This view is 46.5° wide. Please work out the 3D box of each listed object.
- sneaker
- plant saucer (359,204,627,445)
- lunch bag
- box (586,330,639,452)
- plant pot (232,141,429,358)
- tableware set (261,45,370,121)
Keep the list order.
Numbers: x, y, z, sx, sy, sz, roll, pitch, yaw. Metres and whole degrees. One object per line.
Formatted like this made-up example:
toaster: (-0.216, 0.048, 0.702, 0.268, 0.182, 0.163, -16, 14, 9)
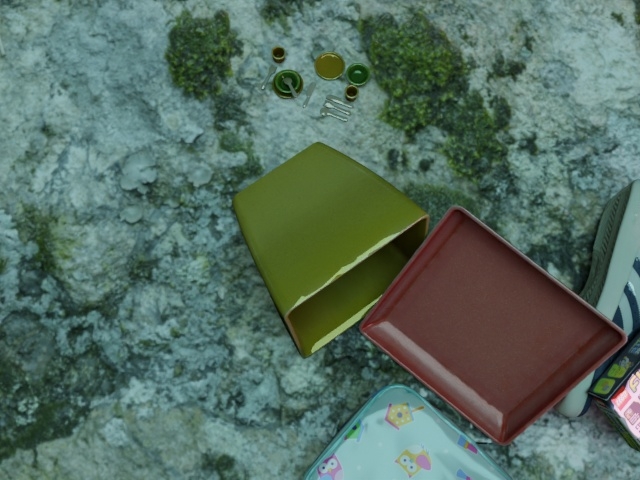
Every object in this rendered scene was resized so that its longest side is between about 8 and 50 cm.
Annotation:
sneaker: (0.431, 0.092, 1.011, 0.148, 0.131, 0.350, 25, 79, 2)
plant saucer: (0.215, 0.110, 0.972, 0.259, 0.258, 0.048, 38, 37, 7)
lunch bag: (0.116, 0.336, 0.953, 0.279, 0.108, 0.224, 42, 82, 9)
box: (0.445, 0.160, 0.952, 0.207, 0.036, 0.114, -44, 109, -10)
plant pot: (0.000, 0.000, 0.991, 0.212, 0.212, 0.187, -35, 69, -9)
tableware set: (-0.007, -0.252, 1.137, 0.154, 0.024, 0.104, 23, 76, 4)
